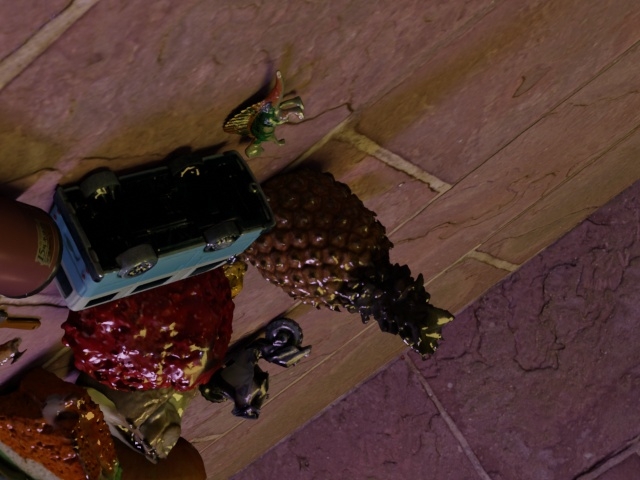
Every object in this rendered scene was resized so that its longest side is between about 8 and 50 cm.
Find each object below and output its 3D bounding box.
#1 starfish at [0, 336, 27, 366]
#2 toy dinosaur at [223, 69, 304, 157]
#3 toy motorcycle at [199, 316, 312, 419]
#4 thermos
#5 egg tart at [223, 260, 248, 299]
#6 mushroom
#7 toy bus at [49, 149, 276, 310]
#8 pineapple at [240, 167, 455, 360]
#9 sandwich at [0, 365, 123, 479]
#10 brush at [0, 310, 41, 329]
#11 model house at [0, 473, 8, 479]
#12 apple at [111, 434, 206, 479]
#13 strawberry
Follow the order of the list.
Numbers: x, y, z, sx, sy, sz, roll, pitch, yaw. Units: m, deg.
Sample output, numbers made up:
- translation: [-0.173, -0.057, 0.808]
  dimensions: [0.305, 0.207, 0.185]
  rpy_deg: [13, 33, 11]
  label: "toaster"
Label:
- translation: [-0.606, 0.282, 1.472]
  dimensions: [0.398, 0.132, 0.384]
  rpy_deg: [-40, 176, -29]
  label: "starfish"
- translation: [-0.076, -0.159, 1.381]
  dimensions: [0.106, 0.044, 0.187]
  rpy_deg: [-20, 166, 8]
  label: "toy dinosaur"
- translation: [-0.132, 0.292, 2.347]
  dimensions: [0.270, 0.159, 0.106]
  rpy_deg: [-35, -175, 11]
  label: "toy motorcycle"
- translation: [-0.401, -0.016, 1.077]
  dimensions: [0.109, 0.136, 0.330]
  rpy_deg: [-63, 161, 0]
  label: "thermos"
- translation: [-0.178, 0.081, 1.840]
  dimensions: [0.130, 0.052, 0.130]
  rpy_deg: [-28, 164, -9]
  label: "egg tart"
- translation: [-0.315, 0.261, 1.883]
  dimensions: [0.164, 0.190, 0.267]
  rpy_deg: [-50, 156, -22]
  label: "mushroom"
- translation: [-0.213, -0.010, 1.377]
  dimensions: [0.271, 0.133, 0.165]
  rpy_deg: [-17, 162, -38]
  label: "toy bus"
- translation: [0.038, 0.046, 1.636]
  dimensions: [0.202, 0.362, 0.202]
  rpy_deg: [-37, 155, -21]
  label: "pineapple"
- translation: [-0.438, 0.315, 1.743]
  dimensions: [0.109, 0.292, 0.212]
  rpy_deg: [-41, 136, -55]
  label: "sandwich"
- translation: [-0.442, 0.115, 1.506]
  dimensions: [0.043, 0.014, 0.170]
  rpy_deg: [-39, 164, 10]
  label: "brush"
- translation: [-0.608, 0.511, 1.888]
  dimensions: [0.266, 0.261, 0.321]
  rpy_deg: [-41, 166, 16]
  label: "model house"
- translation: [-0.395, 0.516, 2.126]
  dimensions: [0.340, 0.339, 0.339]
  rpy_deg: [-31, 163, -10]
  label: "apple"
- translation: [-0.234, 0.125, 1.562]
  dimensions: [0.274, 0.220, 0.274]
  rpy_deg: [-33, 161, -13]
  label: "strawberry"
